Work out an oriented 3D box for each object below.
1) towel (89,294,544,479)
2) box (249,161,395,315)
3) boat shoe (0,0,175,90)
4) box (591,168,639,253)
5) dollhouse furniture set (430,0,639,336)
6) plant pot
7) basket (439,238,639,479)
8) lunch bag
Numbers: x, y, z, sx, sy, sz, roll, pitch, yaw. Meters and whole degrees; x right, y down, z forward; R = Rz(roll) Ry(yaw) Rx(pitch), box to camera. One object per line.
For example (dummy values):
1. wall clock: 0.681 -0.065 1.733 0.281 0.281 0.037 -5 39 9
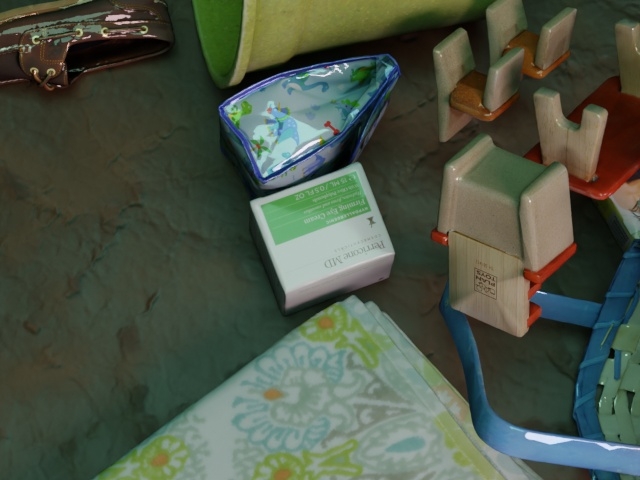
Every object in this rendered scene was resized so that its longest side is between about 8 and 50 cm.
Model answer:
1. towel: -0.015 0.247 1.570 0.374 0.090 0.320 -36 51 -9
2. box: 0.000 0.000 1.674 0.101 0.102 0.087 -20 79 -6
3. boat shoe: -0.229 -0.168 1.731 0.207 0.073 0.073 -19 75 -4
4. box: 0.349 -0.074 1.714 0.232 0.058 0.087 -29 79 -7
5. dollhouse furniture set: 0.198 -0.057 1.560 0.262 0.135 0.259 24 46 31
6. plant pot: 0.031 -0.270 1.679 0.253 0.276 0.276 -4 76 -13
7. basket: 0.245 0.116 1.560 0.289 0.255 0.201 15 115 -11
8. lunch bag: -0.004 -0.098 1.685 0.151 0.129 0.096 -31 83 -9
